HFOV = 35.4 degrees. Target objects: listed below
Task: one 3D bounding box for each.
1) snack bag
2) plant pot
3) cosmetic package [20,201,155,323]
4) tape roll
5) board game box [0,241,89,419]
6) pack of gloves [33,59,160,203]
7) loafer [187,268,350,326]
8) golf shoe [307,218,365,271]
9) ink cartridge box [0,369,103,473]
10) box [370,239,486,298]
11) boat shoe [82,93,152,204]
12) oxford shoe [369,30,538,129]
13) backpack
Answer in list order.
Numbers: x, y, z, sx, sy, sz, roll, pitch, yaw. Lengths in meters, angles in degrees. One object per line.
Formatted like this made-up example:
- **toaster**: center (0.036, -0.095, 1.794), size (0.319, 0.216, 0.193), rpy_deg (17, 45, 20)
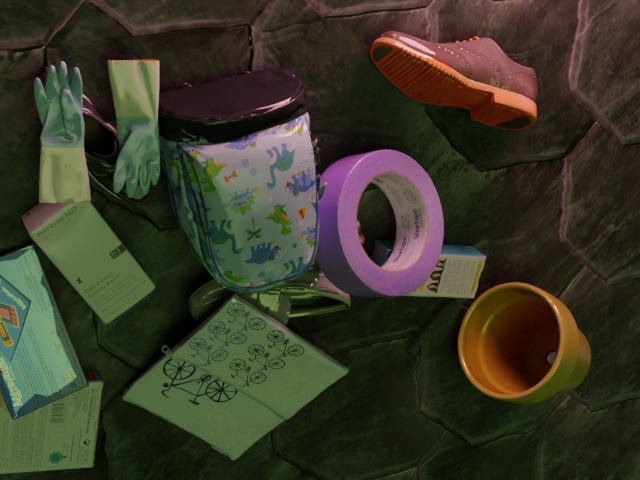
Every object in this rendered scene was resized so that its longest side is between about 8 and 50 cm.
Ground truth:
- **snack bag**: center (-0.169, 0.277, 1.939), size (0.342, 0.037, 0.323), rpy_deg (-40, 125, 20)
- **plant pot**: center (0.465, 0.239, 2.188), size (0.239, 0.254, 0.254), rpy_deg (24, 101, -48)
- **cosmetic package**: center (-0.401, 0.021, 1.746), size (0.117, 0.085, 0.231), rpy_deg (-38, 125, -7)
- **tape roll**: center (0.108, -0.030, 1.895), size (0.274, 0.090, 0.275), rpy_deg (5, 83, -39)
- **board game box**: center (-0.519, 0.158, 1.745), size (0.145, 0.027, 0.281), rpy_deg (-24, 109, -22)
- **pack of gloves**: center (-0.359, -0.178, 1.620), size (0.195, 0.046, 0.232), rpy_deg (-2, 109, -13)
- **loafer**: center (-0.092, 0.111, 1.908), size (0.319, 0.111, 0.112), rpy_deg (-11, 145, -21)
- **golf shoe**: center (0.000, 0.000, 1.906), size (0.186, 0.067, 0.086), rpy_deg (-30, 107, -36)
- **ink cartridge box**: center (-0.561, 0.331, 1.822), size (0.311, 0.065, 0.186), rpy_deg (1, 110, -29)
- **box**: center (0.218, 0.060, 2.080), size (0.244, 0.060, 0.100), rpy_deg (4, 110, -28)
- **boat shoe**: center (-0.362, -0.142, 1.695), size (0.084, 0.079, 0.233), rpy_deg (-39, 125, -7)
- **oxford shoe**: center (0.256, -0.329, 1.910), size (0.363, 0.130, 0.133), rpy_deg (20, 70, -25)
- **backpack**: center (-0.132, -0.083, 1.753), size (0.290, 0.273, 0.356), rpy_deg (-15, 129, -26)
